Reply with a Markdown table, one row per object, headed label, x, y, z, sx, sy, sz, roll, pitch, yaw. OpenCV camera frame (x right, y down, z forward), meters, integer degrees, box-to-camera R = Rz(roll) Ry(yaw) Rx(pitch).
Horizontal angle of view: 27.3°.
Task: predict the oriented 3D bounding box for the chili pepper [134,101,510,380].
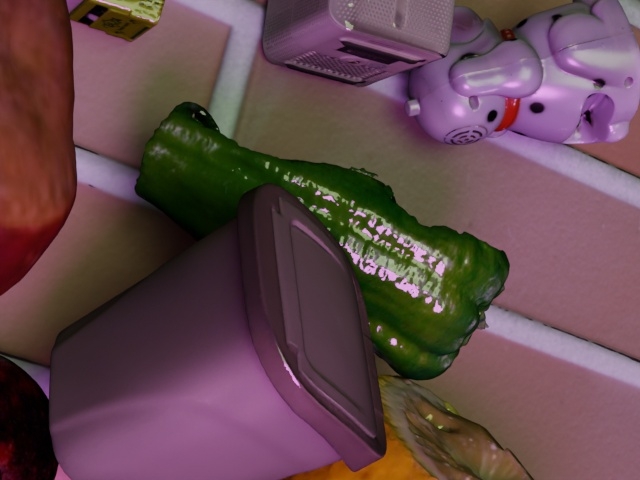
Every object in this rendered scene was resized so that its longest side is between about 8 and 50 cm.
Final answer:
| label | x | y | z | sx | sy | sz | roll | pitch | yaw |
| --- | --- | --- | --- | --- | --- | --- | --- | --- | --- |
| chili pepper | -0.006 | 0.009 | 1.309 | 0.385 | 0.213 | 0.167 | 30 | 74 | -5 |

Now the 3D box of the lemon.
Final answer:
| label | x | y | z | sx | sy | sz | roll | pitch | yaw |
| --- | --- | --- | --- | --- | --- | --- | --- | --- | --- |
| lemon | 0.069 | 0.333 | 1.272 | 0.364 | 0.364 | 0.364 | 3 | 84 | -28 |

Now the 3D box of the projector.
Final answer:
| label | x | y | z | sx | sy | sz | roll | pitch | yaw |
| --- | --- | --- | --- | --- | --- | --- | --- | --- | --- |
| projector | 0.047 | -0.299 | 1.398 | 0.163 | 0.177 | 0.242 | 13 | 78 | -28 |

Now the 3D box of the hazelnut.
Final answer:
| label | x | y | z | sx | sy | sz | roll | pitch | yaw |
| --- | --- | --- | --- | --- | --- | --- | --- | --- | --- |
| hazelnut | -0.367 | -0.127 | 1.086 | 0.359 | 0.359 | 0.409 | 4 | 88 | -28 |

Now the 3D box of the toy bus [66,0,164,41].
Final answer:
| label | x | y | z | sx | sy | sz | roll | pitch | yaw |
| --- | --- | --- | --- | --- | --- | --- | --- | --- | --- |
| toy bus | -0.197 | -0.363 | 1.315 | 0.139 | 0.113 | 0.302 | 12 | 81 | -23 |

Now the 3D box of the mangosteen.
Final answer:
| label | x | y | z | sx | sy | sz | roll | pitch | yaw |
| --- | --- | --- | --- | --- | --- | --- | --- | --- | --- |
| mangosteen | -0.328 | 0.181 | 1.141 | 0.210 | 0.210 | 0.210 | 3 | 84 | -28 |

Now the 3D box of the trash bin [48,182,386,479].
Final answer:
| label | x | y | z | sx | sy | sz | roll | pitch | yaw |
| --- | --- | --- | --- | --- | --- | --- | --- | --- | --- |
| trash bin | -0.089 | 0.115 | 1.144 | 0.219 | 0.250 | 0.220 | 42 | 30 | -41 |

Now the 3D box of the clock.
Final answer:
| label | x | y | z | sx | sy | sz | roll | pitch | yaw |
| --- | --- | --- | --- | --- | --- | --- | --- | --- | --- |
| clock | 0.211 | -0.182 | 1.497 | 0.254 | 0.189 | 0.189 | -8 | 89 | -13 |
